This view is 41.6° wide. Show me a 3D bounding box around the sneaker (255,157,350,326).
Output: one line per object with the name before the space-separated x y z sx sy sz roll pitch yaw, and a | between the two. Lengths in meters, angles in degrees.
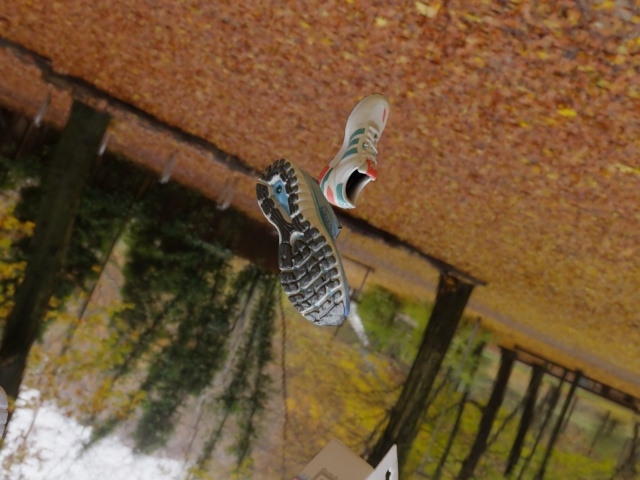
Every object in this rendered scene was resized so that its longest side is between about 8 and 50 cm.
sneaker | 0.000 0.000 0.769 0.063 0.162 0.073 -30 156 33

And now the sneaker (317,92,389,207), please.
sneaker | 0.059 -0.113 1.110 0.057 0.161 0.075 27 -177 -41

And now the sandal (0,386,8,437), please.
sandal | -0.369 0.228 0.791 0.076 0.265 0.102 32 -165 25

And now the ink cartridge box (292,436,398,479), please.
ink cartridge box | 0.004 0.309 0.963 0.067 0.198 0.115 32 148 30
